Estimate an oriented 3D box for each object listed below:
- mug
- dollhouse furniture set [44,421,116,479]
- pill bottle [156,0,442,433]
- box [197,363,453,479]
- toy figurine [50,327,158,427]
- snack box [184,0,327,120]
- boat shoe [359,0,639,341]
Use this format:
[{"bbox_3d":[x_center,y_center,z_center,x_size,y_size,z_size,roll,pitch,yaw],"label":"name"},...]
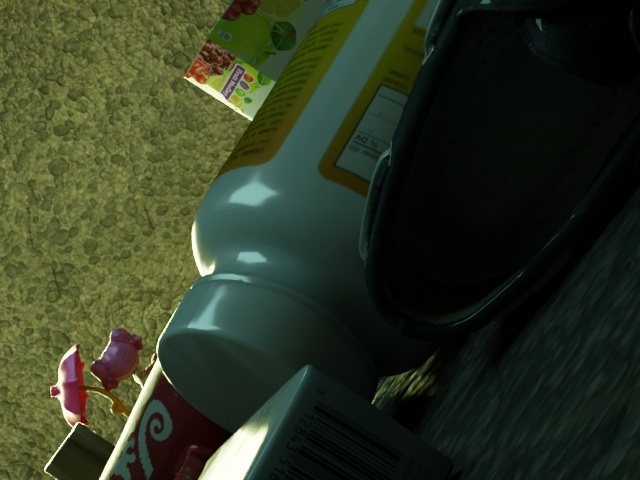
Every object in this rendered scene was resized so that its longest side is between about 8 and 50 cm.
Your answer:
[{"bbox_3d":[-0.080,0.137,0.932,0.150,0.113,0.169,-11,-41,-52],"label":"mug"},{"bbox_3d":[-0.283,0.224,1.340,0.286,0.303,0.198,-57,5,-2],"label":"dollhouse furniture set"},{"bbox_3d":[0.020,-0.019,0.848,0.246,0.136,0.136,-60,5,-30],"label":"pill bottle"},{"bbox_3d":[-0.025,0.137,0.666,0.126,0.072,0.137,-60,6,-31],"label":"box"},{"bbox_3d":[-0.174,0.146,1.636,0.173,0.159,0.130,-57,5,-11],"label":"toy figurine"},{"bbox_3d":[0.005,-0.166,1.588,0.070,0.207,0.174,-51,8,50],"label":"snack box"},{"bbox_3d":[0.103,-0.081,0.648,0.091,0.114,0.303,-62,-5,-53],"label":"boat shoe"}]
